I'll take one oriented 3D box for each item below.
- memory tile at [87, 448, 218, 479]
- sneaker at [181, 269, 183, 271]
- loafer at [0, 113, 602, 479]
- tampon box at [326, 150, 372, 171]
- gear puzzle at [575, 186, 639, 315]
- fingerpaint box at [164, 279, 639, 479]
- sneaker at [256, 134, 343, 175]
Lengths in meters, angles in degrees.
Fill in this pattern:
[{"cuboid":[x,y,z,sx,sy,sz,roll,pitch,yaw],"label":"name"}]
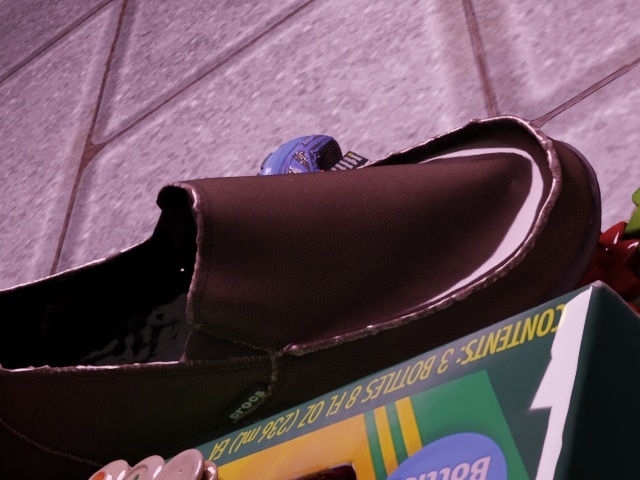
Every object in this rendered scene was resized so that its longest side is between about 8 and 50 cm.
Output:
[{"cuboid":[-0.105,0.151,0.583,0.113,0.012,0.148,-14,38,54],"label":"memory tile"},{"cuboid":[-0.143,0.060,1.064,0.103,0.111,0.252,5,53,48],"label":"sneaker"},{"cuboid":[-0.026,0.028,0.725,0.366,0.130,0.134,-26,44,-1],"label":"loafer"},{"cuboid":[0.003,0.042,0.870,0.161,0.120,0.101,-42,10,1],"label":"tampon box"},{"cuboid":[0.175,0.015,0.713,0.339,0.044,0.175,-46,24,20],"label":"gear puzzle"},{"cuboid":[-0.051,0.259,0.535,0.445,0.163,0.371,-27,29,41],"label":"fingerpaint box"},{"cuboid":[0.000,0.000,1.029,0.087,0.083,0.221,-14,41,21],"label":"sneaker"}]
